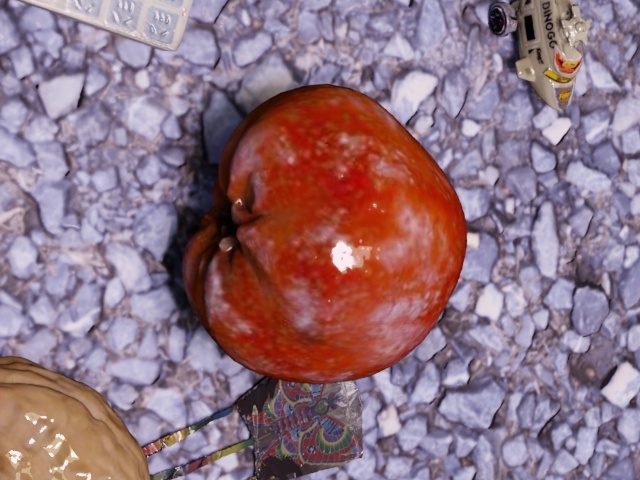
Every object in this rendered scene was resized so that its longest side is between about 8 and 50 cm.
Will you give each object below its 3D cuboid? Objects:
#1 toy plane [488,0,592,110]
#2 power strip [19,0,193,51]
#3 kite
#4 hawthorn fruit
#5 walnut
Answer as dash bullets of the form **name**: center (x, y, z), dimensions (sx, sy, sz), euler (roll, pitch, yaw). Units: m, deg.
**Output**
- **toy plane**: center (0.238, -0.282, 1.592), dimensions (0.092, 0.108, 0.286), euler (-11, 91, -26)
- **power strip**: center (-0.204, -0.241, 1.387), dimensions (0.192, 0.035, 0.081), euler (16, 91, -31)
- **kite**: center (-0.076, 0.215, 1.549), dimensions (0.285, 0.015, 0.152), euler (-23, 109, -24)
- **hawthorn fruit**: center (0.000, 0.000, 1.426), dimensions (0.284, 0.284, 0.284), euler (-5, 101, -28)
- **walnut**: center (-0.265, 0.213, 1.347), dimensions (0.198, 0.198, 0.245), euler (-48, 114, -13)
